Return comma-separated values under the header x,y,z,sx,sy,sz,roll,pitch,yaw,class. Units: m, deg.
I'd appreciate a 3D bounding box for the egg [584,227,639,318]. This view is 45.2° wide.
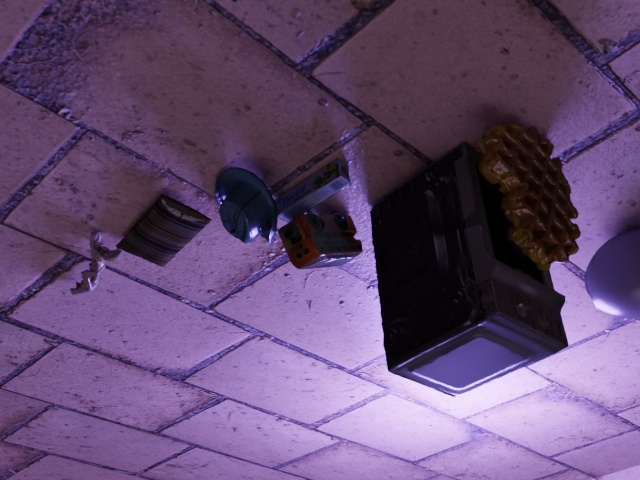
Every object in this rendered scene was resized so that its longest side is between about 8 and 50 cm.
x,y,z,sx,sy,sz,roll,pitch,yaw,class
0.658,0.060,1.565,0.176,0.176,0.232,27,129,-34,egg

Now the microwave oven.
x,y,z,sx,sy,sz,roll,pitch,yaw,class
0.240,0.054,1.374,0.218,0.355,0.286,26,136,-34,microwave oven

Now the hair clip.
x,y,z,sx,sy,sz,roll,pitch,yaw,class
-0.465,0.065,1.587,0.072,0.034,0.226,36,135,-2,hair clip

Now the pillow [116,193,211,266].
x,y,z,sx,sy,sz,roll,pitch,yaw,class
-0.308,-0.015,1.502,0.113,0.038,0.203,28,137,-26,pillow

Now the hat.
x,y,z,sx,sy,sz,roll,pitch,yaw,class
-0.140,-0.045,1.408,0.138,0.078,0.191,31,152,20,hat

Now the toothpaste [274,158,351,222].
x,y,z,sx,sy,sz,roll,pitch,yaw,class
-0.014,-0.089,1.419,0.164,0.046,0.034,-30,139,32,toothpaste

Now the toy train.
x,y,z,sx,sy,sz,roll,pitch,yaw,class
0.000,0.000,1.455,0.072,0.099,0.188,-28,166,33,toy train

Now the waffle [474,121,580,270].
x,y,z,sx,sy,sz,roll,pitch,yaw,class
0.354,-0.075,1.294,0.249,0.253,0.056,10,158,-41,waffle
